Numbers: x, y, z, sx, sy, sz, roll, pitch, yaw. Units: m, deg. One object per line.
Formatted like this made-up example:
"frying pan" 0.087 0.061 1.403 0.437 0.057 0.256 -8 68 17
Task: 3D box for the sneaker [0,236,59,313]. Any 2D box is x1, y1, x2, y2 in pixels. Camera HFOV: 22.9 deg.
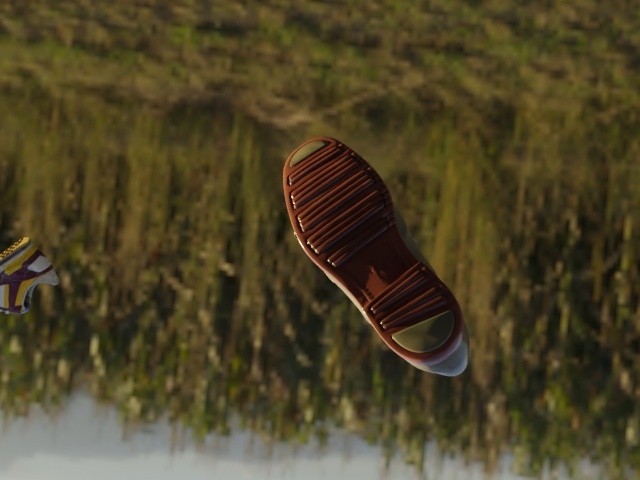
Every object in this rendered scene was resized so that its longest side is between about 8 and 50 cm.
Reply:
"sneaker" -0.442 0.078 2.145 0.185 0.084 0.069 -35 -169 17

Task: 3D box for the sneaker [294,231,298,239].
"sneaker" 0.000 0.000 2.172 0.083 0.035 0.031 25 142 3

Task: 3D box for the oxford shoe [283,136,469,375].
"oxford shoe" 0.063 0.026 1.891 0.123 0.348 0.130 -31 150 3
